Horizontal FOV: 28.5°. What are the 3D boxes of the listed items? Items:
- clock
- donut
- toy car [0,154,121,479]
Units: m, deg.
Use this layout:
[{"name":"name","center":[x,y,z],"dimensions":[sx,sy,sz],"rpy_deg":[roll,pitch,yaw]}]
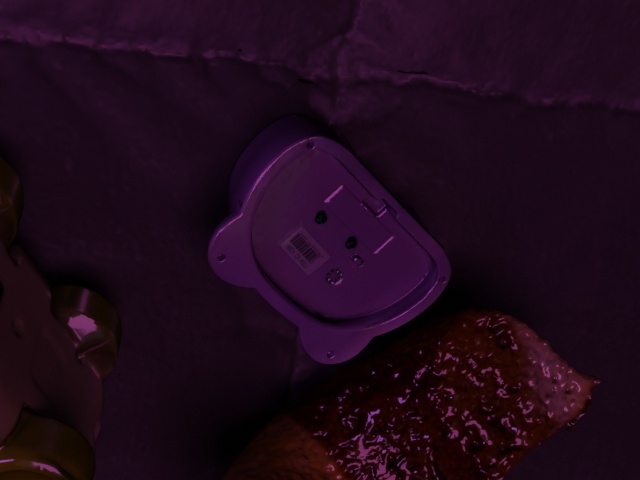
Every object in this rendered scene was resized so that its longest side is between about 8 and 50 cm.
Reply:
[{"name":"clock","center":[0.000,0.000,0.778],"dimensions":[0.110,0.050,0.153],"rpy_deg":[-42,122,6]},{"name":"donut","center":[0.025,0.144,0.821],"dimensions":[0.295,0.151,0.112],"rpy_deg":[-39,108,-18]},{"name":"toy car","center":[-0.244,0.075,0.701],"dimensions":[0.235,0.145,0.235],"rpy_deg":[0,128,0]}]
